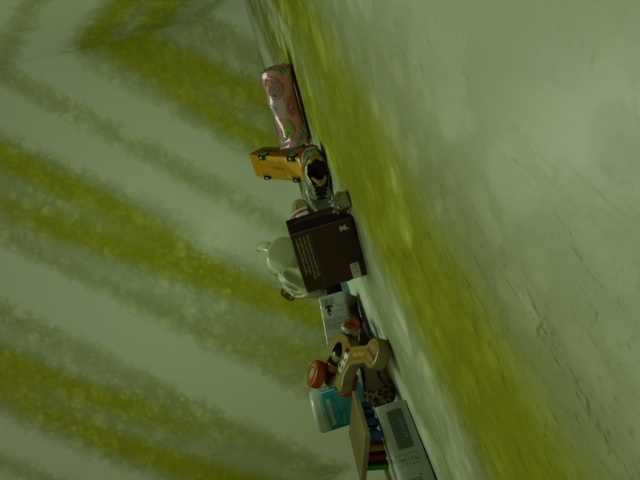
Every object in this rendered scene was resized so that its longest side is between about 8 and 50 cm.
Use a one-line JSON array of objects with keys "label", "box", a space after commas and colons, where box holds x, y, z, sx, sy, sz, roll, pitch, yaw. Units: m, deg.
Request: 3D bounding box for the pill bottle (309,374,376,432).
[{"label": "pill bottle", "box": [0.103, 0.557, 1.440, 0.146, 0.264, 0.146, 164, 90, -88]}]

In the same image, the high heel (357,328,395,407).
[{"label": "high heel", "box": [0.154, 0.383, 1.250, 0.261, 0.093, 0.186, -96, -11, -86]}]

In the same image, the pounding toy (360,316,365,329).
[{"label": "pounding toy", "box": [0.121, 0.347, 1.570, 0.181, 0.094, 0.206, 79, 173, -61]}]

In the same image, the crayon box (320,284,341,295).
[{"label": "crayon box", "box": [0.097, 0.400, 2.141, 0.363, 0.106, 0.312, -116, 8, -72]}]

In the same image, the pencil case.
[{"label": "pencil case", "box": [-0.118, -0.454, 1.429, 0.124, 0.124, 0.284, -114, 8, -67]}]

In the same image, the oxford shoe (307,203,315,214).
[{"label": "oxford shoe", "box": [0.005, -0.115, 1.531, 0.227, 0.083, 0.096, -108, 26, -50]}]

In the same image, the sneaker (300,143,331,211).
[{"label": "sneaker", "box": [-0.012, -0.174, 1.269, 0.092, 0.088, 0.225, -114, 8, -58]}]

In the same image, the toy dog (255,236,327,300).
[{"label": "toy dog", "box": [-0.122, 0.166, 2.060, 0.408, 0.396, 0.284, 80, -160, -64]}]

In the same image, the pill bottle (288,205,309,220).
[{"label": "pill bottle", "box": [-0.030, 0.004, 1.803, 0.160, 0.161, 0.283, 79, 173, -59]}]

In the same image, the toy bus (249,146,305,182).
[{"label": "toy bus", "box": [-0.153, -0.320, 1.720, 0.333, 0.130, 0.108, 12, 127, 41]}]

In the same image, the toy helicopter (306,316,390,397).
[{"label": "toy helicopter", "box": [0.099, 0.321, 1.200, 0.355, 0.140, 0.234, -38, 34, 60]}]

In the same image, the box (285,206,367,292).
[{"label": "box", "box": [0.009, 0.016, 1.148, 0.203, 0.167, 0.168, -120, 13, -75]}]

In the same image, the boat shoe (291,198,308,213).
[{"label": "boat shoe", "box": [-0.052, -0.071, 2.277, 0.341, 0.122, 0.110, 64, 175, -15]}]

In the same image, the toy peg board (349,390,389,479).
[{"label": "toy peg board", "box": [0.134, 0.518, 1.112, 0.161, 0.079, 0.160, -110, 21, -67]}]

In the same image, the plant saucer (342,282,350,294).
[{"label": "plant saucer", "box": [0.093, 0.163, 1.790, 0.192, 0.018, 0.067, -111, 5, -45]}]

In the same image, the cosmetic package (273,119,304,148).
[{"label": "cosmetic package", "box": [-0.129, -0.428, 1.840, 0.127, 0.107, 0.237, -114, 5, -63]}]

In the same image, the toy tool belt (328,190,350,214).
[{"label": "toy tool belt", "box": [0.045, -0.091, 1.036, 0.083, 0.051, 0.052, 83, 170, -73]}]

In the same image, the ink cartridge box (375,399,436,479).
[{"label": "ink cartridge box", "box": [0.242, 0.649, 1.118, 0.384, 0.091, 0.308, 79, 174, -49]}]

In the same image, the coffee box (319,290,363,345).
[{"label": "coffee box", "box": [0.084, 0.314, 1.443, 0.141, 0.098, 0.246, 28, -133, -61]}]
